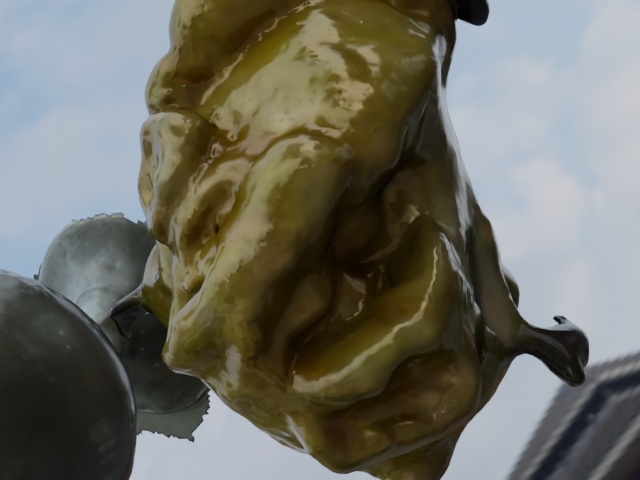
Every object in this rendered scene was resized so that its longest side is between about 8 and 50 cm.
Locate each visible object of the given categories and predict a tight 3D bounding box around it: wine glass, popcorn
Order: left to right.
[{"bbox_3d":[-0.226,0.120,1.085,0.323,0.238,0.238,-35,-19,-55],"label":"wine glass"},{"bbox_3d":[0.000,0.000,0.851,0.281,0.316,0.297,-20,-32,10],"label":"popcorn"}]
